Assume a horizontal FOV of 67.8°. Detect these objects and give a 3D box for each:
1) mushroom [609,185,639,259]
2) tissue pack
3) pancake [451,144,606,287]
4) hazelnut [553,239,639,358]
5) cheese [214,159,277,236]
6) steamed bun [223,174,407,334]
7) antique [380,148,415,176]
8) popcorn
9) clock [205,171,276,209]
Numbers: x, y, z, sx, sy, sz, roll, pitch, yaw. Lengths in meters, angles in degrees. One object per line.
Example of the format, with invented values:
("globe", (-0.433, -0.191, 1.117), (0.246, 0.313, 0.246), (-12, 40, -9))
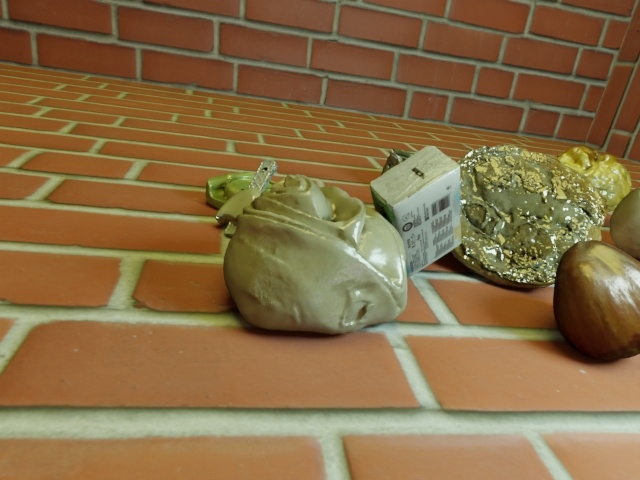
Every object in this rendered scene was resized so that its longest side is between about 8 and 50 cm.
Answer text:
("mushroom", (0.927, -0.047, 1.233), (0.315, 0.316, 0.356), (23, 24, 27))
("tissue pack", (0.185, -0.066, 0.972), (0.159, 0.230, 0.145), (-32, 48, -8))
("pancake", (0.453, -0.064, 1.108), (0.386, 0.082, 0.387), (-2, 66, 5))
("hazelnut", (0.515, 0.103, 0.848), (0.186, 0.210, 0.210), (24, 27, 39))
("cheese", (-0.159, -0.099, 1.106), (0.127, 0.050, 0.235), (7, 58, 30))
("steamed bun", (0.001, 0.005, 0.833), (0.323, 0.220, 0.310), (6, 25, -6))
("antique", (0.314, -0.229, 1.631), (0.125, 0.150, 0.284), (25, 19, 23))
("popcorn", (0.925, -0.181, 1.658), (0.264, 0.225, 0.332), (7, 42, 24))
("clock", (-0.166, -0.110, 1.220), (0.231, 0.069, 0.170), (24, 27, 29))
